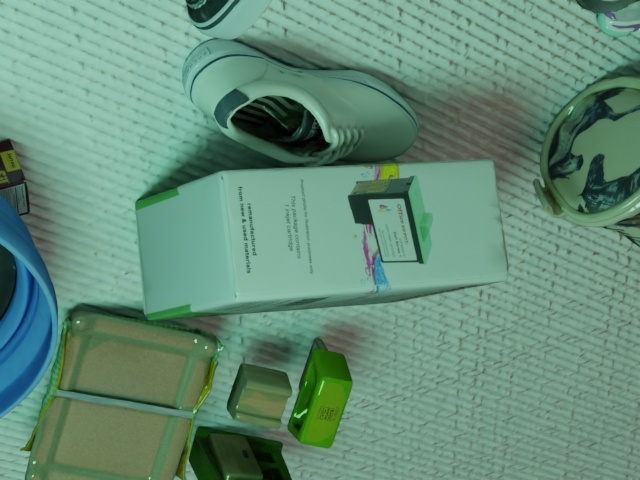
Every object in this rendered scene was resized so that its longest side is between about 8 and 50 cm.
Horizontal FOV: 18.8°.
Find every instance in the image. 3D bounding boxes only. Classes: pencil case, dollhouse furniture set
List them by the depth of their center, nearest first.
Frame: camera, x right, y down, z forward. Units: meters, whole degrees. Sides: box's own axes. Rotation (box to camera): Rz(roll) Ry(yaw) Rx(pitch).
[{"bbox_3d":[-0.146,0.161,1.960,0.301,0.151,0.197,13,108,-18],"label":"dollhouse furniture set"},{"bbox_3d":[0.385,-0.033,1.977,0.410,0.160,0.183,25,109,-46],"label":"pencil case"}]

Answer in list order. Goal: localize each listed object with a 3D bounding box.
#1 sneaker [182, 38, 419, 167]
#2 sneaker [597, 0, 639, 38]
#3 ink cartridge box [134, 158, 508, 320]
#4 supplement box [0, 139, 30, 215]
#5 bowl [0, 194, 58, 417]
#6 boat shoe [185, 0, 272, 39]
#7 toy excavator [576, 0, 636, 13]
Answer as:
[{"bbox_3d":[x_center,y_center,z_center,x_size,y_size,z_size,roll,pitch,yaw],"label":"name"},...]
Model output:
[{"bbox_3d":[-0.009,-0.101,1.719,0.258,0.091,0.094,11,128,-38],"label":"sneaker"},{"bbox_3d":[0.315,-0.222,1.817,0.098,0.038,0.069,-2,136,-29],"label":"sneaker"},{"bbox_3d":[0.000,0.000,1.748,0.278,0.117,0.201,-3,175,-28],"label":"ink cartridge box"},{"bbox_3d":[-0.295,-0.045,1.643,0.083,0.055,0.043,-16,141,-16],"label":"supplement box"},{"bbox_3d":[-0.418,0.060,1.622,0.391,0.077,0.391,-8,142,-6],"label":"bowl"},{"bbox_3d":[-0.064,-0.288,1.465,0.102,0.108,0.301,0,132,-31],"label":"boat shoe"},{"bbox_3d":[0.300,-0.396,1.498,0.445,0.222,0.433,-45,141,8],"label":"toy excavator"}]
